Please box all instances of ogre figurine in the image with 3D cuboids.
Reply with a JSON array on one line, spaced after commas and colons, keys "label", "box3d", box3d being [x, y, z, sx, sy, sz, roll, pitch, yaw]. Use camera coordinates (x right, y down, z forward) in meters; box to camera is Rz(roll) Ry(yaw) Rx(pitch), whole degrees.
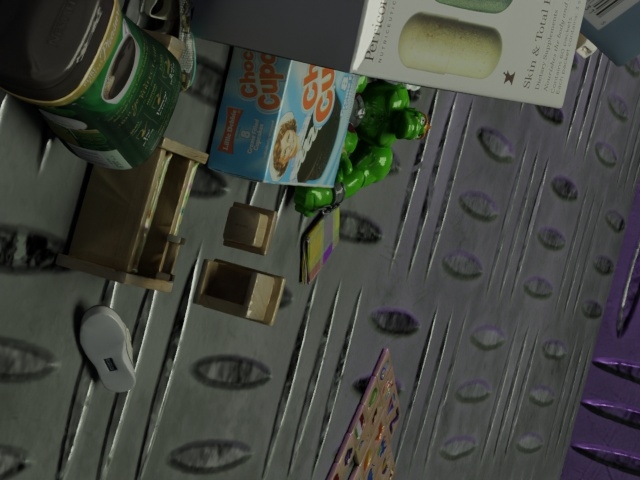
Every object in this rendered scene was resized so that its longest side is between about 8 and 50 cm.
[{"label": "ogre figurine", "box3d": [0.040, -0.123, 1.859, 0.118, 0.097, 0.197, -7, 97, -53]}]

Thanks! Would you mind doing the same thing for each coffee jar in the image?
[{"label": "coffee jar", "box3d": [-0.158, -0.118, 1.290, 0.184, 0.079, 0.096, 51, 59, -69]}]

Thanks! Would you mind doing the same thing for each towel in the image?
[{"label": "towel", "box3d": [0.000, 0.000, 1.960, 0.083, 0.009, 0.060, -55, 152, -48]}]

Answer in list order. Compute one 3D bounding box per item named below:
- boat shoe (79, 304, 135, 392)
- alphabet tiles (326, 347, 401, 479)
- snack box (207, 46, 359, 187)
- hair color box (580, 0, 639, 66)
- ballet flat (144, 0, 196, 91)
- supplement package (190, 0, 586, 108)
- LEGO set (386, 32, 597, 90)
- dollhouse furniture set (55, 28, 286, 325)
[{"label": "boat shoe", "box3d": [-0.162, 0.075, 1.512, 0.100, 0.035, 0.035, 74, 7, -50]}, {"label": "alphabet tiles", "box3d": [0.055, 0.269, 2.334, 0.237, 0.009, 0.198, 78, 32, -55]}, {"label": "snack box", "box3d": [-0.005, -0.208, 1.702, 0.187, 0.060, 0.321, -2, 106, -71]}, {"label": "hair color box", "box3d": [0.247, -0.350, 1.790, 0.185, 0.114, 0.374, 38, 35, -26]}, {"label": "ballet flat", "box3d": [-0.115, -0.163, 1.464, 0.041, 0.041, 0.114, -45, 145, -57]}, {"label": "supplement package", "box3d": [0.058, -0.225, 1.520, 0.263, 0.198, 0.199, 4, 101, -48]}, {"label": "LEGO set", "box3d": [0.158, -0.233, 1.828, 0.287, 0.107, 0.132, -16, 131, -41]}, {"label": "dollhouse furniture set", "box3d": [-0.080, -0.045, 1.444, 0.101, 0.161, 0.181, 18, 87, -72]}]
